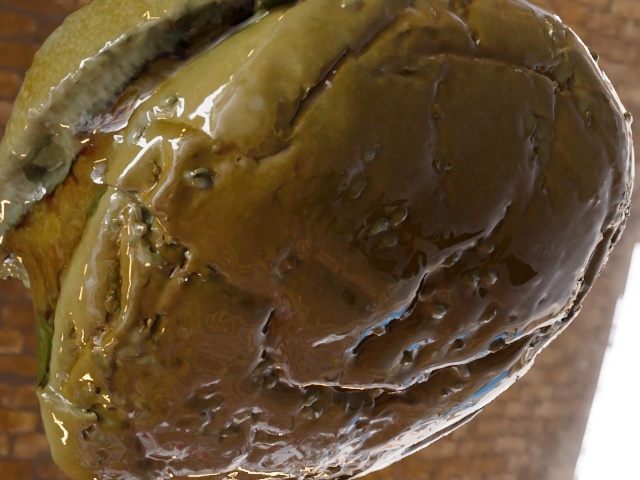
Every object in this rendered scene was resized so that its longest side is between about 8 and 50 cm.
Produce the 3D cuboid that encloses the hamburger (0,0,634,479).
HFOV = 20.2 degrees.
[{"bbox_3d":[-0.002,0.002,0.774,0.285,0.134,0.265,-2,-41,-40],"label":"hamburger"}]
